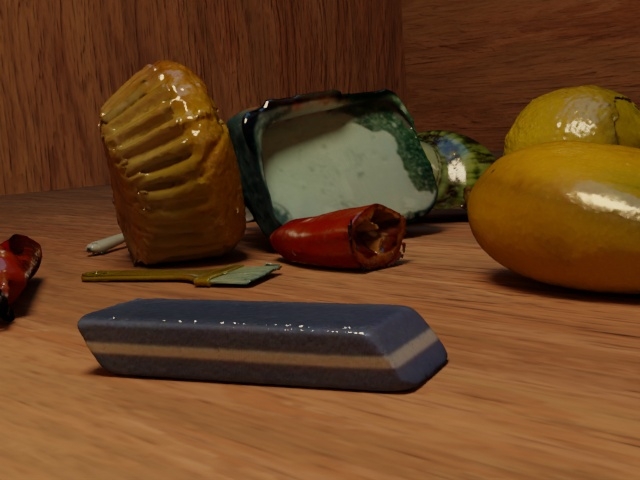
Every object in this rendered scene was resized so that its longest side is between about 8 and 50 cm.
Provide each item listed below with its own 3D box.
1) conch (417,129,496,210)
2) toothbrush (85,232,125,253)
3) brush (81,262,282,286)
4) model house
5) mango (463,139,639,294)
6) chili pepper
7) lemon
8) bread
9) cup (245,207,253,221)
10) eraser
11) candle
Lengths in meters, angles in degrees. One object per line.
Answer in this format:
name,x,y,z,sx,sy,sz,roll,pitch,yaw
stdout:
conch,0.164,-0.089,1.356,0.181,0.124,0.187,-12,19,-35
toothbrush,-0.240,-0.007,1.325,0.022,0.026,0.263,-1,11,22
brush,-0.150,0.036,0.974,0.218,0.010,0.082,-2,8,23
model house,-0.033,-0.072,1.265,0.253,0.184,0.291,-16,-1,-32
mango,0.245,-0.014,0.783,0.176,0.119,0.317,-6,16,-39
chili pepper,0.003,-0.003,1.012,0.088,0.065,0.169,-9,5,-43
lemon,0.340,-0.119,1.281,0.193,0.181,0.180,30,25,30
bread,-0.171,-0.086,1.096,0.139,0.240,0.240,-16,10,-14
cup,-0.106,-0.063,1.556,0.104,0.074,0.116,24,9,-5
eraser,-0.038,0.060,0.600,0.225,0.036,0.082,0,8,24
candle,-0.297,0.030,0.902,0.084,0.059,0.301,-16,11,-17
